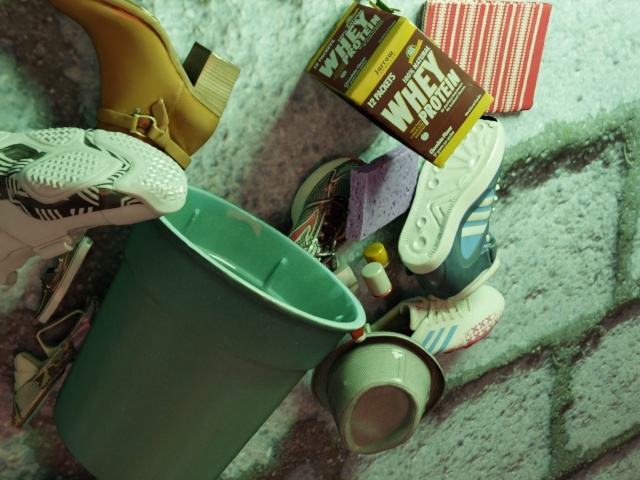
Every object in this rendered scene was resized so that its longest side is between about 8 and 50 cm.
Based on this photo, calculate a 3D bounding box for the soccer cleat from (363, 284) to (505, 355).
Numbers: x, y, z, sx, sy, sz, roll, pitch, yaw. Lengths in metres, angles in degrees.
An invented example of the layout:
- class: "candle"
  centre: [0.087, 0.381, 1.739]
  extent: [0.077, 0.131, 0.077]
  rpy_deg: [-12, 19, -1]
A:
- class: "soccer cleat"
  centre: [0.225, 0.155, 1.261]
  extent: [0.331, 0.116, 0.143]
  rpy_deg: [-25, 136, -16]

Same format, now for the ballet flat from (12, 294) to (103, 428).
- class: "ballet flat"
  centre: [-0.396, 0.170, 0.964]
  extent: [0.079, 0.077, 0.221]
  rpy_deg: [43, 82, -17]

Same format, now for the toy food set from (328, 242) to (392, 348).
- class: "toy food set"
  centre: [0.044, 0.115, 1.152]
  extent: [0.232, 0.111, 0.104]
  rpy_deg: [-35, 121, -10]

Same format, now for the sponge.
- class: "sponge"
  centre: [0.109, -0.086, 1.092]
  extent: [0.210, 0.031, 0.117]
  rpy_deg: [-33, 132, -53]

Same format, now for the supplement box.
- class: "supplement box"
  centre: [0.113, -0.236, 0.979]
  extent: [0.194, 0.191, 0.129]
  rpy_deg: [31, 101, -31]

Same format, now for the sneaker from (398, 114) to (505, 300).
- class: "sneaker"
  centre: [0.277, -0.043, 1.217]
  extent: [0.236, 0.130, 0.322]
  rpy_deg: [37, 76, -48]

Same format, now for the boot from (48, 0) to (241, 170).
- class: "boot"
  centre: [-0.267, -0.198, 0.864]
  extent: [0.283, 0.109, 0.220]
  rpy_deg: [24, 102, -42]

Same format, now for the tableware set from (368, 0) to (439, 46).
- class: "tableware set"
  centre: [0.125, -0.345, 1.014]
  extent: [0.154, 0.104, 0.024]
  rpy_deg: [36, 110, -12]

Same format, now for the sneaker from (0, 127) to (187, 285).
- class: "sneaker"
  centre: [-0.330, -0.007, 0.721]
  extent: [0.366, 0.137, 0.210]
  rpy_deg: [0, 123, -6]

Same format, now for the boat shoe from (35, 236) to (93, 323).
- class: "boat shoe"
  centre: [-0.377, 0.051, 0.935]
  extent: [0.040, 0.049, 0.142]
  rpy_deg: [29, 94, -16]

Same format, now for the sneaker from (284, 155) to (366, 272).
- class: "sneaker"
  centre: [0.000, 0.000, 1.081]
  extent: [0.121, 0.112, 0.299]
  rpy_deg: [28, 95, -35]

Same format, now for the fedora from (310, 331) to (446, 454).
- class: "fedora"
  centre: [0.101, 0.297, 1.179]
  extent: [0.244, 0.124, 0.275]
  rpy_deg: [27, 123, -10]

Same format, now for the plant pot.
- class: "plant pot"
  centre: [-0.170, 0.146, 0.893]
  extent: [0.341, 0.341, 0.334]
  rpy_deg: [25, 103, -35]

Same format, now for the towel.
- class: "towel"
  centre: [0.286, -0.323, 1.152]
  extent: [0.275, 0.031, 0.198]
  rpy_deg: [-8, 116, -25]
